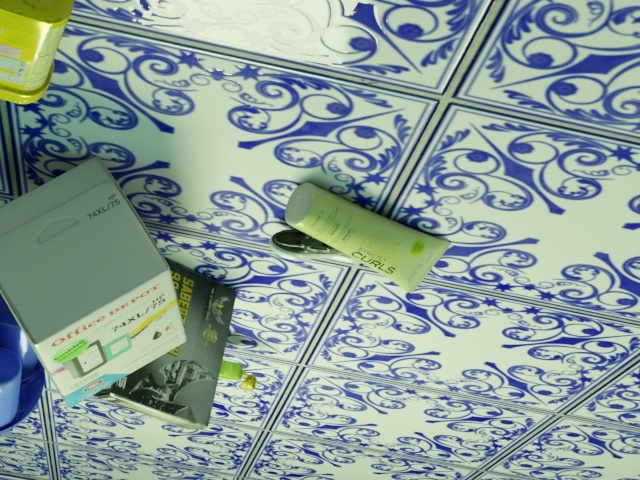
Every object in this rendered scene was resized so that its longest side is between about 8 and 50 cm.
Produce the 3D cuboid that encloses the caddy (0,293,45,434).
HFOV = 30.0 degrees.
[{"bbox_3d":[-0.569,0.155,1.764,0.341,0.241,0.179,22,134,-9],"label":"caddy"}]

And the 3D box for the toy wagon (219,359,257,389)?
[{"bbox_3d":[-0.280,0.205,2.111,0.344,0.068,0.267,9,170,-3],"label":"toy wagon"}]

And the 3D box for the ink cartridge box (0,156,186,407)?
[{"bbox_3d":[-0.321,0.062,1.615,0.198,0.197,0.270,-30,160,-14],"label":"ink cartridge box"}]

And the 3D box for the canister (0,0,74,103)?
[{"bbox_3d":[-0.328,-0.220,1.236,0.126,0.073,0.170,16,153,-17],"label":"canister"}]

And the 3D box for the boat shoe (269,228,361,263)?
[{"bbox_3d":[0.000,0.000,1.647,0.142,0.049,0.040,5,137,4],"label":"boat shoe"}]

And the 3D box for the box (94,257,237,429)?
[{"bbox_3d":[-0.235,0.155,1.835,0.183,0.231,0.056,27,153,-33],"label":"box"}]

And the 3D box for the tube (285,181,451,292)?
[{"bbox_3d":[0.064,-0.005,1.587,0.240,0.062,0.070,26,152,-33],"label":"tube"}]
